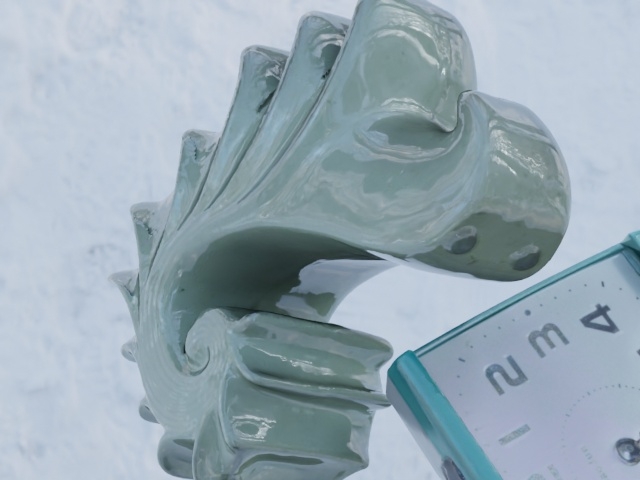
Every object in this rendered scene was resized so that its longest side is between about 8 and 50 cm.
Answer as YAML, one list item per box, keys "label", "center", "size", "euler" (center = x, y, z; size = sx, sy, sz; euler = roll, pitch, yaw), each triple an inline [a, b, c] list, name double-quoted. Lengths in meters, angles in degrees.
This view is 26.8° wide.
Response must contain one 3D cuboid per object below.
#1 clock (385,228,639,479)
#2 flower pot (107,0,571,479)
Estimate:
- label: "clock"
  center: [0.202, 0.154, 0.905]
  size: [0.231, 0.116, 0.262]
  euler: [-26, 64, -21]
- label: "flower pot"
  center: [0.000, 0.000, 0.937]
  size: [0.164, 0.367, 0.254]
  euler: [14, 38, -36]
